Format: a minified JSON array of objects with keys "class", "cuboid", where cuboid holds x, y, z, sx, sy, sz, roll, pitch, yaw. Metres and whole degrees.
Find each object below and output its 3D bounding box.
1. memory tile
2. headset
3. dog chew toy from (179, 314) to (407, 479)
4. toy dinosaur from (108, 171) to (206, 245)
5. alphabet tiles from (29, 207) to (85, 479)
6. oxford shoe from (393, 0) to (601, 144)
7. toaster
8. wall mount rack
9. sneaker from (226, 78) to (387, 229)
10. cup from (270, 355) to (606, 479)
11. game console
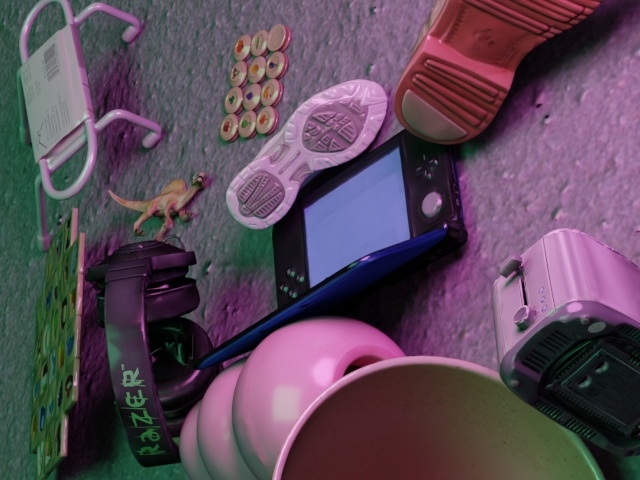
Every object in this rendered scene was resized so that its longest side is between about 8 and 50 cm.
[{"class":"memory tile","cuboid":[-0.085,-0.201,2.191,0.113,0.012,0.148,-5,72,48]},{"class":"headset","cuboid":[-0.223,0.111,2.062,0.185,0.243,0.394,-8,26,7]},{"class":"dog chew toy","cuboid":[-0.038,0.204,1.850,0.332,0.206,0.207,-27,57,51]},{"class":"toy dinosaur","cuboid":[-0.212,-0.040,2.262,0.183,0.053,0.093,-13,51,39]},{"class":"alphabet tiles","cuboid":[-0.354,0.143,2.291,0.285,0.011,0.343,135,139,-61]},{"class":"oxford shoe","cuboid":[0.197,-0.272,1.750,0.397,0.140,0.146,-48,19,43]},{"class":"toaster","cuboid":[0.255,0.091,1.549,0.129,0.227,0.146,-46,29,27]},{"class":"wall mount rack","cuboid":[-0.363,-0.163,2.421,0.304,0.130,0.350,-37,50,30]},{"class":"sneaker","cuboid":[-0.018,-0.116,2.024,0.232,0.090,0.115,-38,12,13]},{"class":"cup","cuboid":[0.083,0.306,1.605,0.237,0.331,0.331,121,147,-57]},{"class":"game console","cuboid":[0.000,0.000,1.881,0.293,0.173,0.250,-32,50,37]}]
